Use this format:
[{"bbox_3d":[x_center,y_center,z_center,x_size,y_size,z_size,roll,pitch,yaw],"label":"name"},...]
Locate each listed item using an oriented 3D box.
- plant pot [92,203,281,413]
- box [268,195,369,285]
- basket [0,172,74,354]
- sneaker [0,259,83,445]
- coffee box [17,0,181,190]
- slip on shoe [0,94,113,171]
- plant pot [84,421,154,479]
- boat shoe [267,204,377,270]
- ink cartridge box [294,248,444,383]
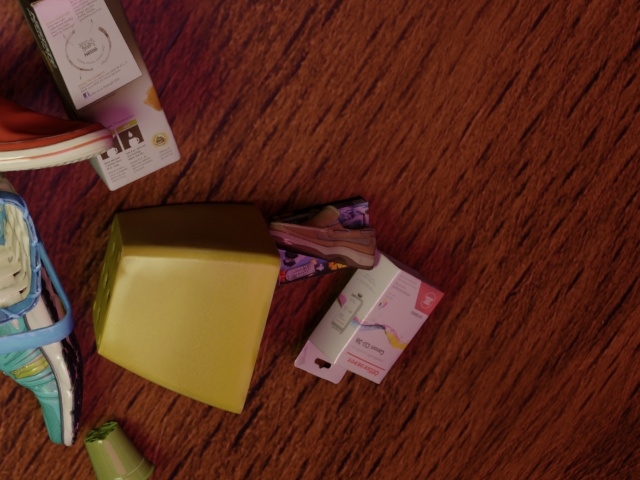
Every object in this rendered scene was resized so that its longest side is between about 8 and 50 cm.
[{"bbox_3d":[-0.179,0.068,1.952,0.187,0.212,0.212,10,108,-16],"label":"plant pot"},{"bbox_3d":[0.000,0.000,2.093,0.137,0.027,0.094,-13,116,-19],"label":"box"},{"bbox_3d":[-0.423,0.040,1.760,0.255,0.289,0.201,-11,127,-12],"label":"basket"},{"bbox_3d":[-0.368,0.138,1.969,0.110,0.107,0.275,-14,113,4],"label":"sneaker"},{"bbox_3d":[-0.264,-0.203,1.825,0.098,0.141,0.246,-26,120,-12],"label":"coffee box"},{"bbox_3d":[-0.394,-0.135,1.750,0.331,0.123,0.101,7,101,12],"label":"slip on shoe"},{"bbox_3d":[-0.276,0.287,2.075,0.083,0.083,0.079,-29,108,-10],"label":"plant pot"},{"bbox_3d":[0.002,-0.012,2.031,0.190,0.068,0.072,14,89,-49],"label":"boat shoe"},{"bbox_3d":[0.065,0.121,2.135,0.115,0.067,0.198,28,100,-48],"label":"ink cartridge box"}]
